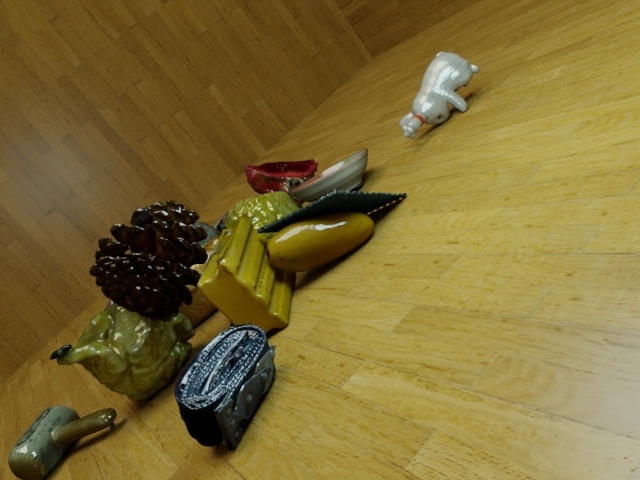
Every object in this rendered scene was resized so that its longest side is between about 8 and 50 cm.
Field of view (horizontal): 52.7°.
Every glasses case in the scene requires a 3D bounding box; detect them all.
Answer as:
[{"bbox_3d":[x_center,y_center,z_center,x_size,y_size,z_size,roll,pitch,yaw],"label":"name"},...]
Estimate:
[{"bbox_3d":[-0.319,-0.071,2.450,0.125,0.076,0.327,-46,18,-22],"label":"glasses case"}]

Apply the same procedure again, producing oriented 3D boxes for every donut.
[{"bbox_3d":[-0.360,0.126,1.858,0.317,0.150,0.299,-31,17,29],"label":"donut"}]

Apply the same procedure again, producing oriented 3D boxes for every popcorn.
[{"bbox_3d":[-0.155,-0.054,1.891,0.226,0.173,0.286,-23,6,2],"label":"popcorn"},{"bbox_3d":[-0.437,0.247,1.538,0.293,0.237,0.293,-38,11,9],"label":"popcorn"}]

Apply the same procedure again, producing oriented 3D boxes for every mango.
[{"bbox_3d":[0.000,0.000,1.465,0.254,0.113,0.138,-19,-26,7],"label":"mango"}]

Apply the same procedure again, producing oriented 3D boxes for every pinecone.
[{"bbox_3d":[-0.366,0.030,1.432,0.246,0.246,0.292,-29,28,31],"label":"pinecone"}]

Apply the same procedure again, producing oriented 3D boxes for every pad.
[{"bbox_3d":[0.028,-0.064,1.511,0.270,0.012,0.269,-3,-16,-46],"label":"pad"}]

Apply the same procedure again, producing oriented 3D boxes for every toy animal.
[{"bbox_3d":[0.332,-0.390,1.834,0.282,0.138,0.140,-64,10,-3],"label":"toy animal"}]

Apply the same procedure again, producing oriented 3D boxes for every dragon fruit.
[{"bbox_3d":[-0.115,-0.188,2.217,0.262,0.134,0.211,-7,22,-20],"label":"dragon fruit"}]

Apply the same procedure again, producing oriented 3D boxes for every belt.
[{"bbox_3d":[-0.158,0.256,1.124,0.122,0.128,0.218,5,35,24],"label":"belt"}]

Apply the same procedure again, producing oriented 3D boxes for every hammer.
[{"bbox_3d":[-0.601,0.462,1.564,0.306,0.113,0.201,-26,23,24],"label":"hammer"}]

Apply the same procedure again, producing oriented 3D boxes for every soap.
[{"bbox_3d":[-0.160,0.074,1.468,0.096,0.204,0.324,-38,15,14],"label":"soap"}]

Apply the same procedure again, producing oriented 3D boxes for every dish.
[{"bbox_3d":[0.042,-0.167,1.868,0.260,0.085,0.260,-30,8,5],"label":"dish"}]

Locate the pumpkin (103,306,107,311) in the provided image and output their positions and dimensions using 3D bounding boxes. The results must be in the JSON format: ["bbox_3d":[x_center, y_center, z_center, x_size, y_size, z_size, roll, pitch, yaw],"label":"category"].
[{"bbox_3d":[-0.568,0.262,1.959,0.219,0.162,0.218,-20,45,21],"label":"pumpkin"}]

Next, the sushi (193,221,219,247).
[{"bbox_3d":[-0.481,0.072,2.191,0.171,0.211,0.350,-32,11,38],"label":"sushi"}]

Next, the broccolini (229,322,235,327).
[{"bbox_3d":[-0.169,0.222,1.401,0.052,0.054,0.194,-67,20,11],"label":"broccolini"}]

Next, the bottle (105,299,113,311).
[{"bbox_3d":[-0.537,0.256,1.775,0.110,0.110,0.233,-33,51,18],"label":"bottle"}]
